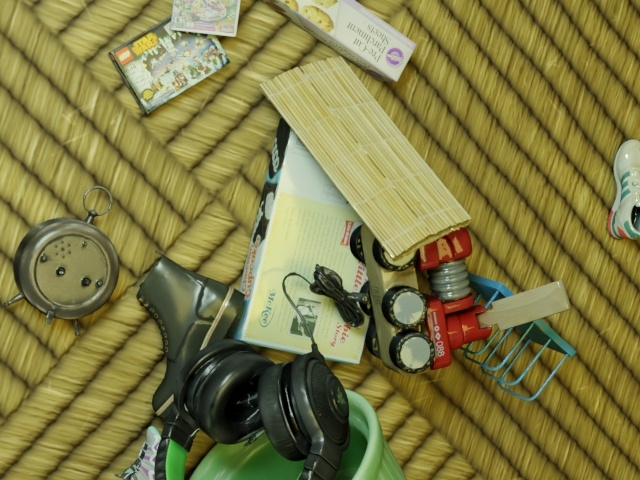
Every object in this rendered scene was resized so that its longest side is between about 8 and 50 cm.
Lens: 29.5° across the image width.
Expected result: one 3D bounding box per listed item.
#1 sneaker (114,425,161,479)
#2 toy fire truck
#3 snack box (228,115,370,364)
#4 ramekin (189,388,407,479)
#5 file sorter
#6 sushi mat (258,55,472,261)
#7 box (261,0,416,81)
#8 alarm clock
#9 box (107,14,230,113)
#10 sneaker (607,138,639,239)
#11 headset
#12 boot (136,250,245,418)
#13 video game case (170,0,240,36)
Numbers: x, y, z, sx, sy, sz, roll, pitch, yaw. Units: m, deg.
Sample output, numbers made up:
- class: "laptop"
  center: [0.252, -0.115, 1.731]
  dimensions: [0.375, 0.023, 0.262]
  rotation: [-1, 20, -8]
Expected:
- class: "sneaker"
  center: [-0.245, 0.303, 1.636]
  dimensions: [0.069, 0.038, 0.098]
  rotation: [-8, 98, -23]
- class: "toy fire truck"
  center: [0.191, 0.059, 1.660]
  dimensions: [0.246, 0.158, 0.217]
  rotation: [-12, 98, -18]
- class: "snack box"
  center: [0.000, 0.000, 1.702]
  dimensions: [0.187, 0.060, 0.321]
  rotation: [14, 89, -24]
- class: "ramekin"
  center: [-0.024, 0.352, 1.602]
  dimensions: [0.303, 0.303, 0.148]
  rotation: [-41, 116, -15]
- class: "file sorter"
  center: [0.265, 0.143, 1.801]
  dimensions: [0.170, 0.118, 0.104]
  rotation: [41, 81, -21]
- class: "sushi mat"
  center: [0.058, -0.118, 1.626]
  dimensions: [0.151, 0.019, 0.316]
  rotation: [-23, 66, -32]
- class: "box"
  center: [-0.016, -0.328, 1.662]
  dimensions: [0.324, 0.063, 0.067]
  rotation: [32, 85, -23]
- class: "alarm clock"
  center: [-0.319, 0.018, 1.568]
  dimensions: [0.129, 0.064, 0.192]
  rotation: [25, 82, -23]
- class: "box"
  center: [-0.200, -0.242, 1.611]
  dimensions: [0.137, 0.027, 0.094]
  rotation: [-35, 106, -17]
- class: "sneaker"
  center: [0.497, -0.078, 1.902]
  dimensions: [0.057, 0.075, 0.161]
  rotation: [7, 92, -24]
- class: "headset"
  center: [-0.053, 0.213, 1.559]
  dimensions: [0.185, 0.243, 0.394]
  rotation: [49, 56, -47]
- class: "boot"
  center: [-0.208, 0.124, 1.631]
  dimensions: [0.137, 0.077, 0.197]
  rotation: [31, 87, -6]
- class: "video game case"
  center: [-0.145, -0.330, 1.580]
  dimensions: [0.087, 0.011, 0.122]
  rotation: [4, 110, -15]
